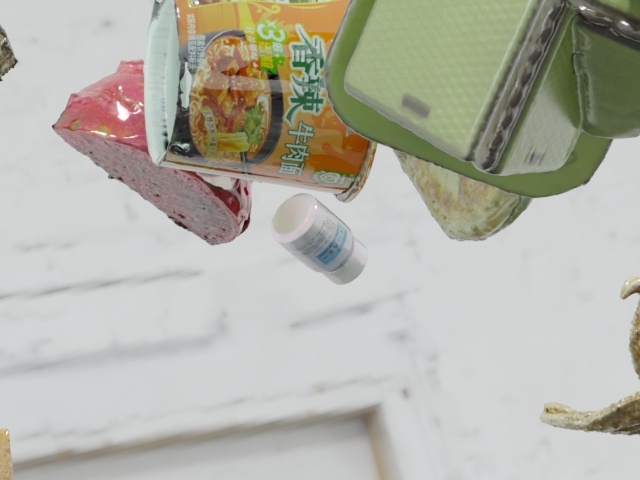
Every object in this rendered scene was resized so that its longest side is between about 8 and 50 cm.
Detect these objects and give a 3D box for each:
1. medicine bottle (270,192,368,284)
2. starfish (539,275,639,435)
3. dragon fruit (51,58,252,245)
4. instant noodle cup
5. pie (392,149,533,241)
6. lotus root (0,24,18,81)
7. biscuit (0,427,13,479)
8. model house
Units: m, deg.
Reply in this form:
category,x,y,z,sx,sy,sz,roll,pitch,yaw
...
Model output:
category,x,y,z,sx,sy,sz,roll,pitch,yaw
medicine bottle,0.000,0.000,1.681,0.052,0.052,0.089,-25,-44,26
starfish,0.394,0.151,2.058,0.327,0.094,0.375,-19,-43,7
dragon fruit,-0.146,-0.101,2.095,0.261,0.189,0.163,40,-90,-33
instant noodle cup,-0.058,-0.151,1.715,0.182,0.230,0.230,1,-21,-14
pie,0.158,-0.140,2.199,0.067,0.302,0.302,-9,-18,-29
lotus root,-0.386,-0.174,1.978,0.144,0.070,0.143,-17,-10,-12
biscuit,-0.305,0.289,1.839,0.035,0.162,0.250,-6,-62,-16
model house,0.139,-0.105,1.096,0.205,0.218,0.279,19,15,-15
